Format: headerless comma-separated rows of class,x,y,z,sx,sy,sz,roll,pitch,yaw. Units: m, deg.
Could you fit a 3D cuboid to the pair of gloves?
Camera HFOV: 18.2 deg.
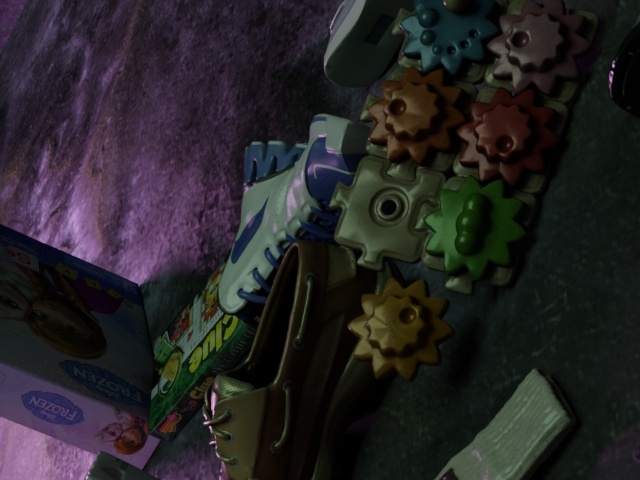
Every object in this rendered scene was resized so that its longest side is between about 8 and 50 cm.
pair of gloves,0.120,0.222,1.390,0.204,0.042,0.240,-55,25,24

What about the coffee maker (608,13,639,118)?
coffee maker,0.284,-0.134,1.275,0.120,0.171,0.178,-29,25,46

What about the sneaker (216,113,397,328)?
sneaker,-0.001,0.000,1.803,0.315,0.127,0.182,165,121,-68

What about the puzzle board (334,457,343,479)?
puzzle board,-0.023,0.210,1.761,0.096,0.011,0.128,-61,22,11

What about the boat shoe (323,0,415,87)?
boat shoe,0.069,-0.245,1.927,0.227,0.079,0.081,-50,31,41

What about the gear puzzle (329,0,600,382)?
gear puzzle,0.092,-0.051,1.594,0.175,0.044,0.339,15,78,24

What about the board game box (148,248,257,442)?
board game box,-0.100,0.080,2.044,0.259,0.030,0.136,-50,29,34

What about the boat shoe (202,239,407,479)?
boat shoe,-0.044,0.148,1.696,0.324,0.120,0.122,-67,22,-4

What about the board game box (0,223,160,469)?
board game box,-0.333,0.087,2.177,0.066,0.319,0.318,-57,25,19

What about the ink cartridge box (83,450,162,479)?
ink cartridge box,-0.222,0.337,1.900,0.172,0.100,0.237,-122,56,-86
